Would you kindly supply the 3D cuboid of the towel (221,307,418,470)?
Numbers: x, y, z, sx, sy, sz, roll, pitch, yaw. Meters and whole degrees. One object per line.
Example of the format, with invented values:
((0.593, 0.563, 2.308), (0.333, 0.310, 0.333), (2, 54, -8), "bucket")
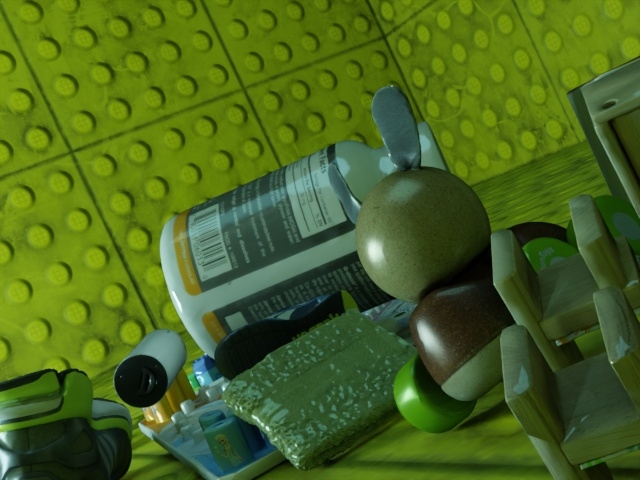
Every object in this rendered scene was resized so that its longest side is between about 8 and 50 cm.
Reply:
((0.011, 0.110, 0.698), (0.148, 0.027, 0.110), (-29, 43, -31), "towel")

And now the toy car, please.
((0.081, -0.003, 0.583), (0.149, 0.188, 0.155), (-27, -19, -42), "toy car")

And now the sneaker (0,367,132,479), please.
((-0.235, 0.206, 0.827), (0.111, 0.121, 0.300), (-10, -20, -2), "sneaker")

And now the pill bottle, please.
((0.000, 0.000, 0.880), (0.278, 0.162, 0.162), (-23, 2, 10), "pill bottle")

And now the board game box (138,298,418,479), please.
((0.014, 0.104, 0.936), (0.390, 0.050, 0.390), (-26, 5, -21), "board game box")

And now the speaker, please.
((-0.174, 0.130, 0.944), (0.055, 0.055, 0.136), (-25, 5, 2), "speaker")

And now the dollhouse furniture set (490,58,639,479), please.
((0.207, 0.021, 0.398), (0.212, 0.161, 0.242), (-25, 24, 21), "dollhouse furniture set")

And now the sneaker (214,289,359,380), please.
((-0.032, 0.086, 0.771), (0.144, 0.053, 0.059), (-17, 0, -38), "sneaker")

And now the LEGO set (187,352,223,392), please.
((-0.154, 0.150, 1.217), (0.087, 0.093, 0.227), (-31, -5, 21), "LEGO set")

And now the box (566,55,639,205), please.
((0.366, -0.112, 0.827), (0.215, 0.168, 0.345), (-25, 1, 13), "box")
